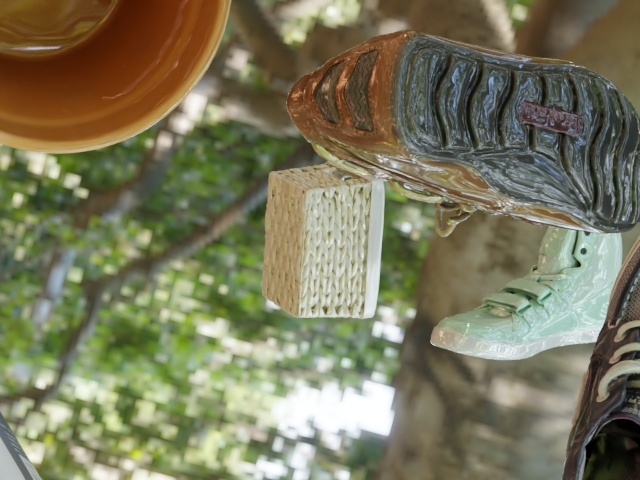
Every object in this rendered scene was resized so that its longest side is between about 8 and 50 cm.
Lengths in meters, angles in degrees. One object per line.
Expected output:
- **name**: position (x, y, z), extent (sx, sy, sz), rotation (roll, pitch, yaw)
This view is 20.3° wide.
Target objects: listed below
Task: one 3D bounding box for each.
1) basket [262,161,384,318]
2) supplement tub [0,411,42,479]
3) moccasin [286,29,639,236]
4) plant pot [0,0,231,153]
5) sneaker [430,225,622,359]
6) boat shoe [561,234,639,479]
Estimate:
- **basket**: position (0.000, 0.000, 2.046), extent (0.113, 0.103, 0.167), rotation (29, -62, 59)
- **supplement tub**: position (-0.269, 0.193, 1.158), extent (0.272, 0.191, 0.191), rotation (51, -44, 35)
- **moccasin**: position (0.130, -0.074, 1.415), extent (0.147, 0.380, 0.139), rotation (-1, -93, 44)
- **plant pot**: position (-0.240, -0.238, 1.561), extent (0.203, 0.291, 0.290), rotation (-139, -116, -67)
- **sneaker**: position (0.219, 0.040, 1.895), extent (0.094, 0.256, 0.151), rotation (16, -71, 51)
- **boat shoe**: position (0.285, 0.121, 1.517), extent (0.158, 0.127, 0.340), rotation (52, 51, -73)
